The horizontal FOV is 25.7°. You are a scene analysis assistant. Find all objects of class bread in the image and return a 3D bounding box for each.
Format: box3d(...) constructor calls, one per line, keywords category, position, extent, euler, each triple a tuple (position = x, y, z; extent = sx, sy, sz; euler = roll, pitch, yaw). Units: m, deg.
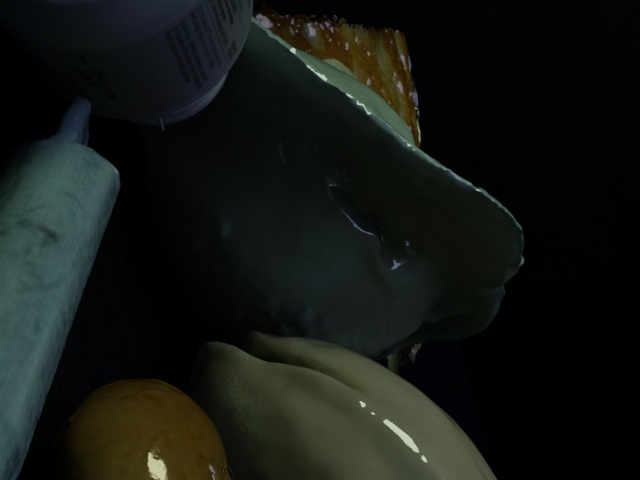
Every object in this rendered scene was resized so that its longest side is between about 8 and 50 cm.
box3d(category="bread", position=(-0.077, 0.119, 0.670), extent=(0.114, 0.077, 0.189), euler=(55, 2, -8))

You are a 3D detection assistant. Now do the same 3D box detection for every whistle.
box3d(category="whistle", position=(-0.135, 0.022, 0.610), extent=(0.312, 0.062, 0.062), euler=(-86, 160, -61))

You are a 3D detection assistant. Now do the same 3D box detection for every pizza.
box3d(category="pizza", position=(-0.005, -0.116, 1.418), extent=(0.406, 0.130, 0.439), euler=(46, 35, -48))

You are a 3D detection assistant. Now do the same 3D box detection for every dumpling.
box3d(category="dumpling", position=(-0.008, -0.011, 1.006), extent=(0.270, 0.211, 0.321), euler=(43, 12, 27))

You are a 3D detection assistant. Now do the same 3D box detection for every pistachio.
box3d(category="pistachio", position=(0.025, 0.200, 0.894), extent=(0.226, 0.208, 0.331), euler=(-19, -78, 57))

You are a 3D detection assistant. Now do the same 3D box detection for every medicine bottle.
box3d(category="medicine bottle", position=(-0.106, -0.138, 0.757), extent=(0.215, 0.135, 0.135), euler=(75, 3, -77))

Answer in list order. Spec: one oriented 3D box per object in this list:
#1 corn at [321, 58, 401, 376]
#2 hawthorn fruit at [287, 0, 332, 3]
box3d(category="corn", position=(0.005, -0.001, 1.207), extent=(0.122, 0.123, 0.305), euler=(-15, 97, -59))
box3d(category="hawthorn fruit", position=(-0.008, -0.336, 1.276), extent=(0.300, 0.254, 0.254), euler=(-22, 98, -78))
